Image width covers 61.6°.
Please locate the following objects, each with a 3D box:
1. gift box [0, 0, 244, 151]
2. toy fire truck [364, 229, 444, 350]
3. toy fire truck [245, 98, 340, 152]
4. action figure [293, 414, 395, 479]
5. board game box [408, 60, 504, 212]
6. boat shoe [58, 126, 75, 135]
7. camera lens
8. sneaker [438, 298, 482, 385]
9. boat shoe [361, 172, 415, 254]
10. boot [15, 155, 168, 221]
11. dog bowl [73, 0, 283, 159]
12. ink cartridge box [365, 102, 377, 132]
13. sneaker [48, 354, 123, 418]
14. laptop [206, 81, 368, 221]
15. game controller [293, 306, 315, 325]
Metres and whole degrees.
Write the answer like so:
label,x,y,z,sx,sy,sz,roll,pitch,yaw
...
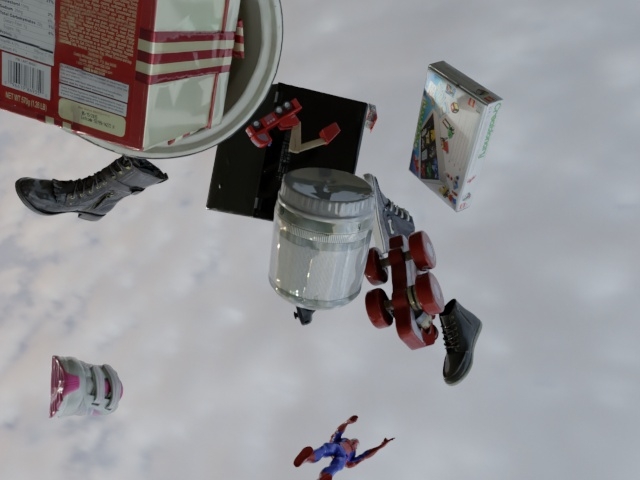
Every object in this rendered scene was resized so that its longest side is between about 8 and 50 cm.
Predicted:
label,x,y,z,sx,sy,sz,roll,pitch,yaw
gift box,-0.263,-0.257,0.703,0.255,0.276,0.258,22,-154,5
toy fire truck,0.236,0.137,1.356,0.169,0.254,0.302,-21,-132,24
toy fire truck,-0.065,-0.260,1.283,0.192,0.135,0.047,-34,-175,-9
action figure,0.059,0.421,1.106,0.139,0.280,0.091,-40,-110,5
board game box,0.306,-0.240,1.268,0.053,0.305,0.193,-23,-128,-23
boat shoe,-0.560,-0.292,1.189,0.219,0.070,0.077,23,-142,5
camera lens,0.000,0.000,1.195,0.219,0.274,0.219,6,-153,-3
sneaker,0.350,0.270,1.437,0.083,0.118,0.222,-26,-151,50
boat shoe,0.250,-0.108,1.949,0.158,0.340,0.127,-14,-143,1
boot,-0.501,-0.135,1.197,0.229,0.263,0.091,-27,-106,20
dog bowl,-0.276,-0.347,0.874,0.408,0.408,0.150,-36,-140,-1
ink cartridge box,0.169,-0.422,1.851,0.115,0.029,0.062,-87,-162,-55
sneaker,-0.402,0.253,0.932,0.252,0.111,0.102,136,-49,-64
laptop,-0.111,-0.242,1.589,0.236,0.408,0.381,-162,-97,-82
game controller,-0.067,0.093,1.478,0.067,0.166,0.319,-22,-155,3
